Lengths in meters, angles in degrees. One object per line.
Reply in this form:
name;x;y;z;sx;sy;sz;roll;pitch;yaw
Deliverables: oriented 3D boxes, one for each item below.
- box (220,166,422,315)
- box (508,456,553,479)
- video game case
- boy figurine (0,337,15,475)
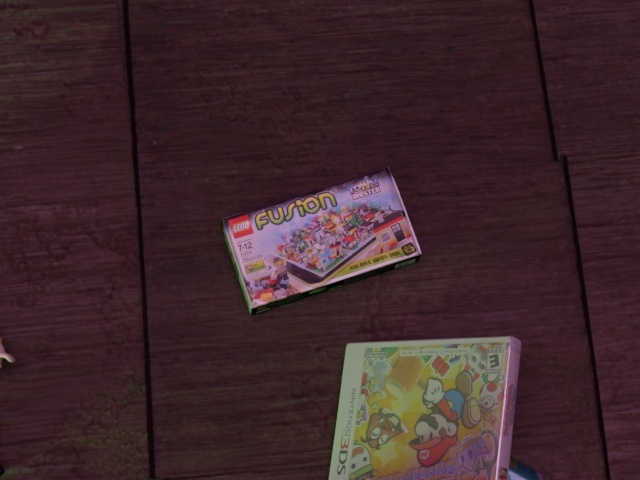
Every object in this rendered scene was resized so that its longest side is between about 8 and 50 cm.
box;0.000;0.000;1.793;0.207;0.036;0.114;-18;77;-9
box;0.248;0.296;1.693;0.244;0.100;0.060;29;94;3
video game case;0.107;0.207;1.675;0.227;0.026;0.206;-5;70;40
boy figurine;-0.425;0.134;1.699;0.177;0.092;0.285;-17;80;-6
